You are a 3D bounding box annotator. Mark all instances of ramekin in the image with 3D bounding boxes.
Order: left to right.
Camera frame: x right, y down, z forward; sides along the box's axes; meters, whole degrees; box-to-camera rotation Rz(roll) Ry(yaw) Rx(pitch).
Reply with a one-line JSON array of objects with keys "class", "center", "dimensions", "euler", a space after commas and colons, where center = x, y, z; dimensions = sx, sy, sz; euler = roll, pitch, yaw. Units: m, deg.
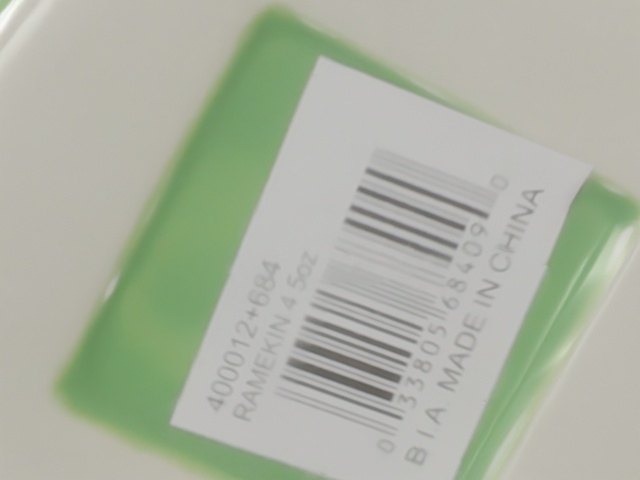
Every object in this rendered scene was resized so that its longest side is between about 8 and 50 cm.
[{"class": "ramekin", "center": [0.000, 0.000, 0.603], "dimensions": [0.303, 0.303, 0.148], "euler": [-12, 15, -5]}]
